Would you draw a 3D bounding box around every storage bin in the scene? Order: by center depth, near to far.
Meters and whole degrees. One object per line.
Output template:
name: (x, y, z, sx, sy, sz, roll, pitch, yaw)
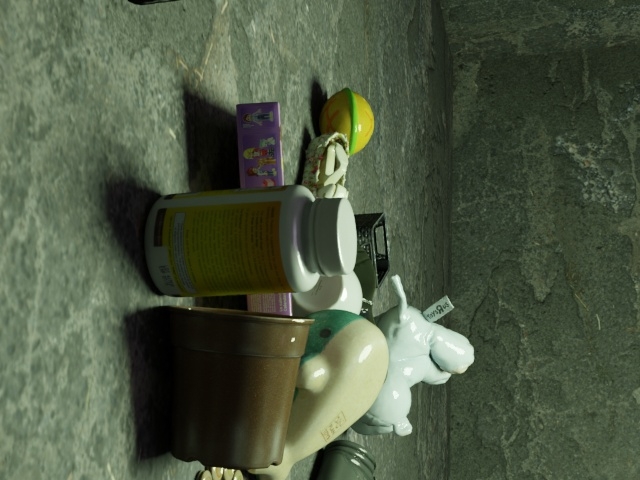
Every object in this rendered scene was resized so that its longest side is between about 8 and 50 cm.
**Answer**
storage bin: (0.080, 0.019, 1.814, 0.180, 0.084, 0.122, -43, 128, -73)

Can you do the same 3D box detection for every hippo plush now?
hippo plush: (0.158, 0.259, 1.749, 0.294, 0.234, 0.236, 125, -12, -59)

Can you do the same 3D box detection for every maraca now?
maraca: (0.044, -0.220, 1.735, 0.185, 0.099, 0.127, -140, -128, -76)

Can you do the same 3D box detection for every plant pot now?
plant pot: (-0.097, 0.161, 1.037, 0.167, 0.167, 0.165, 15, 81, -74)

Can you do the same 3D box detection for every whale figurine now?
whale figurine: (-0.024, 0.214, 1.311, 0.272, 0.141, 0.216, -49, 151, -16)

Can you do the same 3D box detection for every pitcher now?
pitcher: (-0.003, 0.123, 1.469, 0.207, 0.125, 0.178, 72, 36, -70)

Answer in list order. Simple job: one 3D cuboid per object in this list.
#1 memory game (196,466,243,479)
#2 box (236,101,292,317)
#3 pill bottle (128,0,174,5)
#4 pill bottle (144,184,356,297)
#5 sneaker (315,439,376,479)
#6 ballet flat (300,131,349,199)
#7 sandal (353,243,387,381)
memory game: (-0.124, 0.354, 1.146, 0.186, 0.012, 0.186, -3, 90, -75)
box: (-0.072, -0.022, 1.226, 0.201, 0.057, 0.293, 178, -91, -88)
pill bottle: (-0.162, -0.360, 0.948, 0.123, 0.122, 0.219, -60, 144, -63)
pill bottle: (-0.074, 0.001, 1.018, 0.117, 0.215, 0.117, -3, 90, -74)
sneaker: (0.068, 0.468, 1.643, 0.147, 0.104, 0.296, -70, 149, -44)
ballet flat: (0.011, -0.094, 1.581, 0.091, 0.077, 0.241, 28, 47, -33)
sandal: (0.038, 0.128, 1.642, 0.120, 0.086, 0.303, 8, 61, -32)
